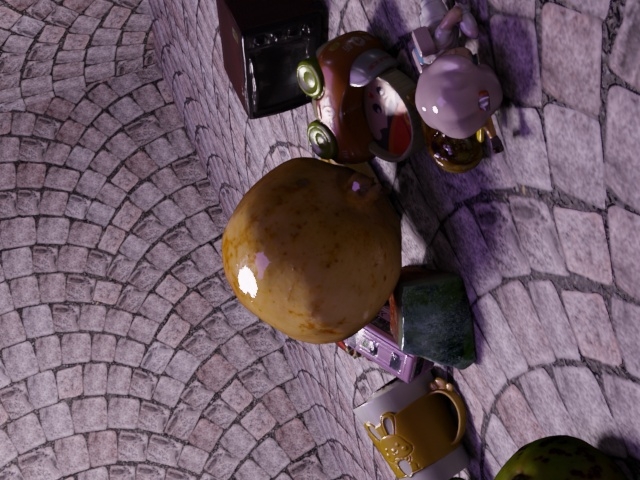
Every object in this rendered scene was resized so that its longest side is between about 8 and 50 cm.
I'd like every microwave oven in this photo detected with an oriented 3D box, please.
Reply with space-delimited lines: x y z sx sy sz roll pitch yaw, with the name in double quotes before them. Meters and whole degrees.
"microwave oven" -0.096 -0.392 1.666 0.247 0.178 0.188 90 155 -55

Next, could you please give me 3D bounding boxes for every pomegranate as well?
"pomegranate" 0.346 0.386 1.143 0.263 0.211 0.211 38 -178 -29
"pomegranate" 0.000 0.000 1.434 0.342 0.342 0.343 159 90 -76

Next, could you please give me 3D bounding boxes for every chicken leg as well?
"chicken leg" 0.178 -0.171 1.210 0.178 0.070 0.093 -116 32 -43

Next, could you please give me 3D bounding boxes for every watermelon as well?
"watermelon" 0.182 0.127 1.545 0.257 0.139 0.193 -127 28 -70

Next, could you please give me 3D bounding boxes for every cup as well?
"cup" 0.209 0.381 1.696 0.241 0.185 0.226 -37 78 43

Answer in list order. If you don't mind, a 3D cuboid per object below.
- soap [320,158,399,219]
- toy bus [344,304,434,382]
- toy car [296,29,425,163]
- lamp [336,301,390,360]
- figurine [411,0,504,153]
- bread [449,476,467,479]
"soap" 0.073 -0.096 1.672 0.140 0.073 0.232 98 149 -60
"toy bus" 0.135 0.199 1.675 0.198 0.108 0.096 29 129 31
"toy car" 0.089 -0.225 1.365 0.235 0.145 0.235 35 142 33
"lamp" 0.079 0.158 1.857 0.223 0.151 0.215 -135 32 -63
"figurine" 0.172 -0.217 1.083 0.137 0.111 0.229 96 160 -71
"bread" 0.305 0.564 1.745 0.130 0.071 0.139 174 74 -78
